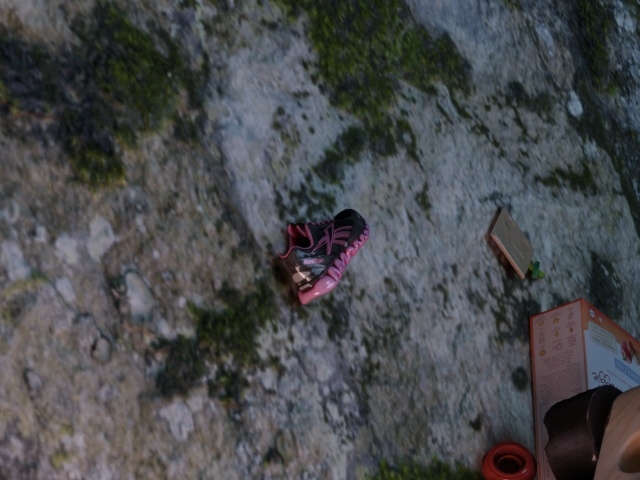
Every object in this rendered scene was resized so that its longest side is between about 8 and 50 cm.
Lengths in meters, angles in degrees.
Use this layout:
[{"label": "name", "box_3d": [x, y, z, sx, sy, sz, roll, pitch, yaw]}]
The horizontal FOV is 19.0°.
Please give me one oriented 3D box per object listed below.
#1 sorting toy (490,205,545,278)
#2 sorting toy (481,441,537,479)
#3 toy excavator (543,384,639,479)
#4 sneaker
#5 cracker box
[{"label": "sorting toy", "box_3d": [0.193, 0.013, 1.873, 0.083, 0.012, 0.062, 54, 29, -16]}, {"label": "sorting toy", "box_3d": [0.166, 0.226, 1.674, 0.042, 0.061, 0.102, 85, 19, -50]}, {"label": "toy excavator", "box_3d": [0.376, 0.360, 1.592, 0.445, 0.222, 0.433, 48, 37, -20]}, {"label": "sneaker", "box_3d": [0.000, 0.000, 1.563, 0.057, 0.047, 0.119, 48, 34, -11]}, {"label": "cracker box", "box_3d": [0.273, 0.192, 1.833, 0.155, 0.067, 0.232, 34, 46, -42]}]
